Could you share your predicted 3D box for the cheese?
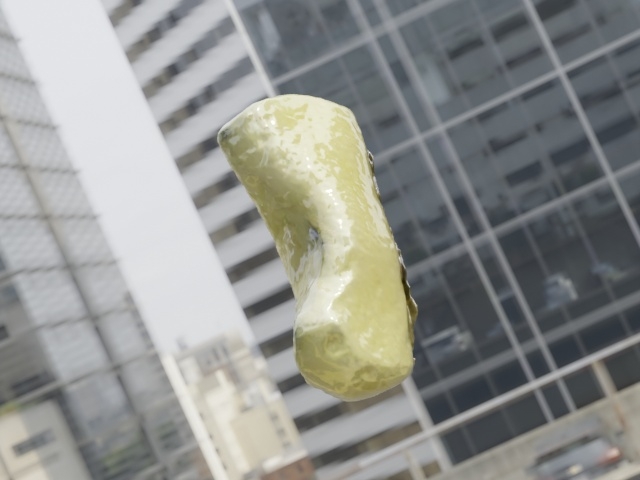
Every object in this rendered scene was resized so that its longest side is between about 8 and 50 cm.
[{"bbox_3d":[0.000,0.000,0.397,0.044,0.083,0.030,9,-32,-42],"label":"cheese"}]
